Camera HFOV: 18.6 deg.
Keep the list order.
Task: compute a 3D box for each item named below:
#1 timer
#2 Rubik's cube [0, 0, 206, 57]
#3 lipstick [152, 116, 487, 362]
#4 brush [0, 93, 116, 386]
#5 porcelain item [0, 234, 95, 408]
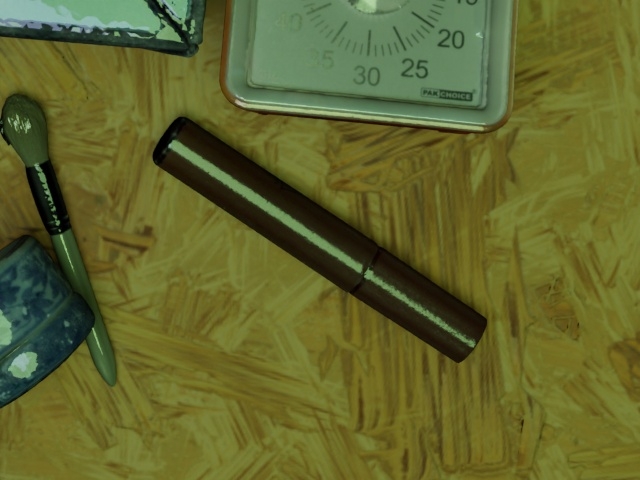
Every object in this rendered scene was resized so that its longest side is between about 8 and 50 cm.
[{"bbox_3d":[0.044,-0.229,1.758,0.258,0.161,0.250,5,93,-5],"label":"timer"},{"bbox_3d":[-0.213,-0.299,1.669,0.259,0.255,0.260,2,103,-4],"label":"Rubik's cube"},{"bbox_3d":[0.000,0.000,1.853,0.357,0.057,0.057,34,98,-10],"label":"lipstick"},{"bbox_3d":[-0.244,0.004,1.847,0.039,0.042,0.299,-8,106,26],"label":"brush"},{"bbox_3d":[-0.289,0.080,1.802,0.147,0.147,0.114,-37,99,5],"label":"porcelain item"}]
